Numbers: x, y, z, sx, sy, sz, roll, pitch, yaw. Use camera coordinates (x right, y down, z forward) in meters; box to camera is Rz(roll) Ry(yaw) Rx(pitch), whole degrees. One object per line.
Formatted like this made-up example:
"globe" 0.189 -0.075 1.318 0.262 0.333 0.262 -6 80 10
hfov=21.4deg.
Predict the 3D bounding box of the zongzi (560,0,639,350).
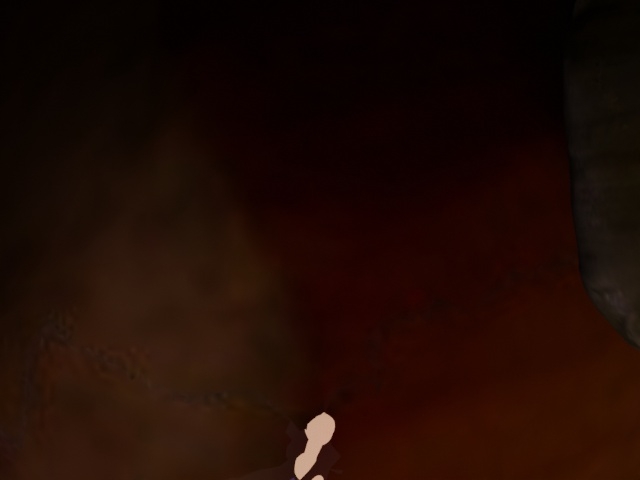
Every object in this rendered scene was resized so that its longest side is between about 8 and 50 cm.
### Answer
"zongzi" 0.275 -0.037 0.453 0.360 0.160 0.323 -8 -175 -40

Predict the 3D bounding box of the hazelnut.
"hazelnut" -0.007 0.004 0.668 0.365 0.366 0.366 13 174 1
